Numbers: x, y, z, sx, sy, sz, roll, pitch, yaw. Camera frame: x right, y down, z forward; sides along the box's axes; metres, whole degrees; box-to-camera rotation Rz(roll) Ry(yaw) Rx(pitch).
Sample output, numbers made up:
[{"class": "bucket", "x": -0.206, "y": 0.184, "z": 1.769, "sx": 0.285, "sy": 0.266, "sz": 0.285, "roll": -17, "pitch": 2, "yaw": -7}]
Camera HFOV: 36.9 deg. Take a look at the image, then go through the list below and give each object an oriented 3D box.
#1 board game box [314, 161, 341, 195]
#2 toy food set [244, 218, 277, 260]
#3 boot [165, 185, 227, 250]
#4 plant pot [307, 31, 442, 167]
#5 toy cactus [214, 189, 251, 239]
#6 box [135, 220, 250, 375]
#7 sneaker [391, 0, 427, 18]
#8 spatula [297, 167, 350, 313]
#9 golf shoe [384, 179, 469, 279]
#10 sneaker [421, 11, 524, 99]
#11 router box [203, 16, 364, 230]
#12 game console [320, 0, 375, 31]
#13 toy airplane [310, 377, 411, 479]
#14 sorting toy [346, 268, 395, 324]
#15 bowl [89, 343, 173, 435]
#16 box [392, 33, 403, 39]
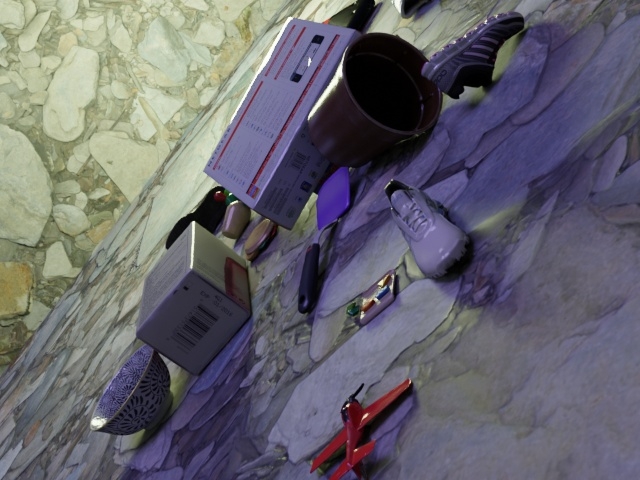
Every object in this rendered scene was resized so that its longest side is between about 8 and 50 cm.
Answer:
[{"class": "board game box", "x": 0.025, "y": -0.190, "z": 1.646, "sx": 0.136, "sy": 0.035, "sz": 0.201, "roll": -42, "pitch": 34, "yaw": 33}, {"class": "toy food set", "x": -0.106, "y": -0.006, "z": 1.712, "sx": 0.082, "sy": 0.020, "sz": 0.083, "roll": -42, "pitch": 20, "yaw": 29}, {"class": "boot", "x": -0.284, "y": -0.023, "z": 2.122, "sx": 0.198, "sy": 0.077, "sz": 0.137, "roll": -48, "pitch": 8, "yaw": -32}, {"class": "plant pot", "x": 0.069, "y": -0.198, "z": 1.444, "sx": 0.165, "sy": 0.167, "sz": 0.167, "roll": -38, "pitch": 21, "yaw": 55}, {"class": "toy cactus", "x": -0.155, "y": -0.093, "z": 1.899, "sx": 0.219, "sy": 0.112, "sz": 0.180, "roll": -11, "pitch": 53, "yaw": 50}, {"class": "box", "x": -0.211, "y": 0.093, "z": 1.609, "sx": 0.148, "sy": 0.127, "sz": 0.232, "roll": -48, "pitch": 18, "yaw": 12}, {"class": "sneaker", "x": 0.204, "y": -0.502, "z": 1.832, "sx": 0.191, "sy": 0.071, "sz": 0.083, "roll": -58, "pitch": 22, "yaw": 35}, {"class": "spatula", "x": 0.000, "y": 0.000, "z": 1.424, "sx": 0.084, "sy": 0.030, "sz": 0.296, "roll": -39, "pitch": 22, "yaw": 37}, {"class": "golf shoe", "x": 0.111, "y": -0.017, "z": 1.096, "sx": 0.069, "sy": 0.086, "sz": 0.176, "roll": -47, "pitch": 20, "yaw": 9}, {"class": "sneaker", "x": 0.222, "y": -0.251, "z": 1.320, "sx": 0.170, "sy": 0.075, "sz": 0.063, "roll": -34, "pitch": -6, "yaw": -17}, {"class": "router box", "x": -0.052, "y": -0.216, "z": 1.670, "sx": 0.335, "sy": 0.082, "sz": 0.301, "roll": -60, "pitch": 28, "yaw": 4}, {"class": "game console", "x": -0.044, "y": -0.373, "z": 2.229, "sx": 0.342, "sy": 0.060, "sz": 0.386, "roll": -16, "pitch": 40, "yaw": 53}, {"class": "toy airplane", "x": 0.033, "y": 0.199, "z": 0.965, "sx": 0.151, "sy": 0.028, "sz": 0.151, "roll": -44, "pitch": 19, "yaw": 20}, {"class": "sorting toy", "x": 0.059, "y": 0.074, "z": 1.165, "sx": 0.083, "sy": 0.012, "sz": 0.062, "roll": -43, "pitch": 20, "yaw": 26}, {"class": "bowl", "x": -0.295, "y": 0.259, "z": 1.573, "sx": 0.170, "sy": 0.080, "sz": 0.170, "roll": -45, "pitch": 20, "yaw": 21}, {"class": "box", "x": 0.094, "y": -0.327, "z": 1.804, "sx": 0.105, "sy": 0.043, "sz": 0.179, "roll": -54, "pitch": 20, "yaw": -6}]
